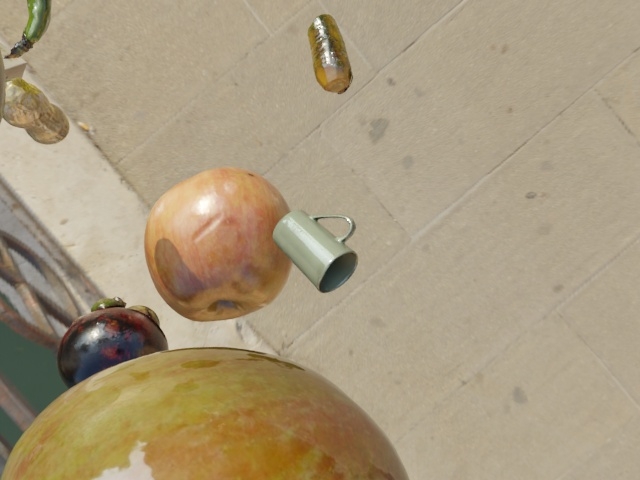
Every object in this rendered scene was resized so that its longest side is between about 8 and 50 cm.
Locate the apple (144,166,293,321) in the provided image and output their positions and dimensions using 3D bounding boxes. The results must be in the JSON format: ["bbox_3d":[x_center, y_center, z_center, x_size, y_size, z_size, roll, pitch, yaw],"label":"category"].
[{"bbox_3d":[-0.254,0.021,1.723,0.392,0.391,0.346,-13,72,0],"label":"apple"}]

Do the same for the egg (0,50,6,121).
[{"bbox_3d":[-0.413,-0.122,0.590,0.238,0.238,0.289,19,82,-3],"label":"egg"}]

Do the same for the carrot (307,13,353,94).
[{"bbox_3d":[0.017,-0.394,1.448,0.082,0.082,0.173,-17,66,0],"label":"carrot"}]

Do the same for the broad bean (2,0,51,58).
[{"bbox_3d":[-0.466,-0.440,1.072,0.098,0.056,0.317,8,85,-17],"label":"broad bean"}]

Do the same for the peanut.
[{"bbox_3d":[-0.546,-0.241,1.294,0.087,0.206,0.087,-1,77,3],"label":"peanut"}]

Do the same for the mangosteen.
[{"bbox_3d":[-0.354,0.179,1.164,0.200,0.200,0.199,0,95,-1],"label":"mangosteen"}]

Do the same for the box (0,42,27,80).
[{"bbox_3d":[-0.857,-0.439,1.695,0.141,0.201,0.058,38,124,1],"label":"box"}]

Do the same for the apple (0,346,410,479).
[{"bbox_3d":[-0.062,0.187,0.436,0.234,0.257,0.256,-25,96,-29],"label":"apple"}]

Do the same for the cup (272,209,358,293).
[{"bbox_3d":[-0.004,0.002,0.710,0.083,0.055,0.074,43,131,29],"label":"cup"}]
